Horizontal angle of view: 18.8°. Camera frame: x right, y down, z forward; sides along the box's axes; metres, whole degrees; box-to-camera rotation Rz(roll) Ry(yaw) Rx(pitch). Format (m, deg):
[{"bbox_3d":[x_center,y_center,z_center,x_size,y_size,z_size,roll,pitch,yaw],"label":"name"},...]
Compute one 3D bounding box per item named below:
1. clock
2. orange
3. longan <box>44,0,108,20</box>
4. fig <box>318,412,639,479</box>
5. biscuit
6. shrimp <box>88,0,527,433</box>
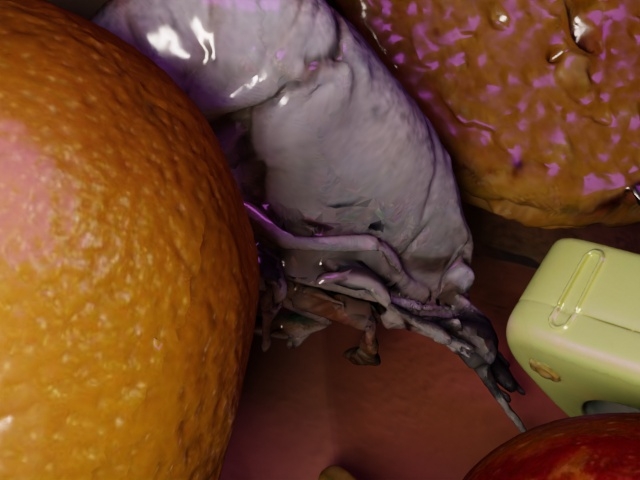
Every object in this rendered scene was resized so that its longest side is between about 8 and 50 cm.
[{"bbox_3d":[0.206,0.090,0.946,0.170,0.069,0.232,17,-19,45],"label":"clock"},{"bbox_3d":[-0.140,0.035,0.712,0.264,0.264,0.264,18,40,-15],"label":"orange"},{"bbox_3d":[-0.124,-0.151,0.946,0.246,0.215,0.246,11,40,-9],"label":"longan"},{"bbox_3d":[0.101,0.146,0.825,0.207,0.175,0.175,15,40,-3],"label":"fig"},{"bbox_3d":[0.124,-0.146,1.018,0.296,0.075,0.295,5,78,-21],"label":"biscuit"},{"bbox_3d":[0.006,-0.001,0.904,0.343,0.145,0.116,45,-1,-39],"label":"shrimp"}]
